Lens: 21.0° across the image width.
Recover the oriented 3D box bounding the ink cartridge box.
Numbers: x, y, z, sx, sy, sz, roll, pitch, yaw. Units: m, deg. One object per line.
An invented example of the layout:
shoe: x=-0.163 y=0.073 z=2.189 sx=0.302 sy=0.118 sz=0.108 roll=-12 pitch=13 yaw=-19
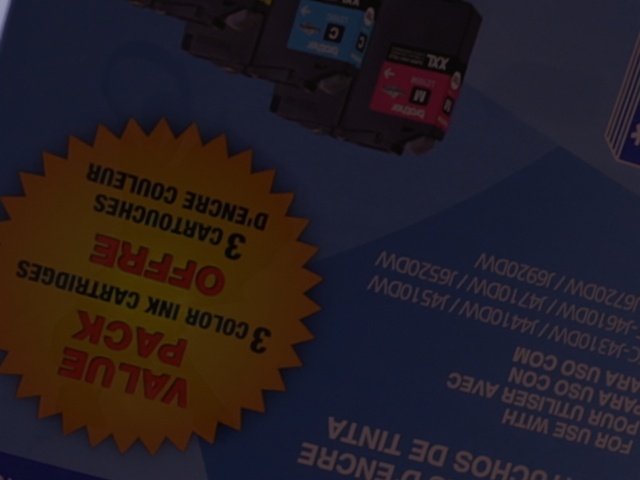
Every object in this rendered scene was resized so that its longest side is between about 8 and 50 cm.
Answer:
ink cartridge box: x=0.000 y=0.000 z=0.621 sx=0.270 sy=0.151 sz=0.396 roll=16 pitch=-80 yaw=-11
